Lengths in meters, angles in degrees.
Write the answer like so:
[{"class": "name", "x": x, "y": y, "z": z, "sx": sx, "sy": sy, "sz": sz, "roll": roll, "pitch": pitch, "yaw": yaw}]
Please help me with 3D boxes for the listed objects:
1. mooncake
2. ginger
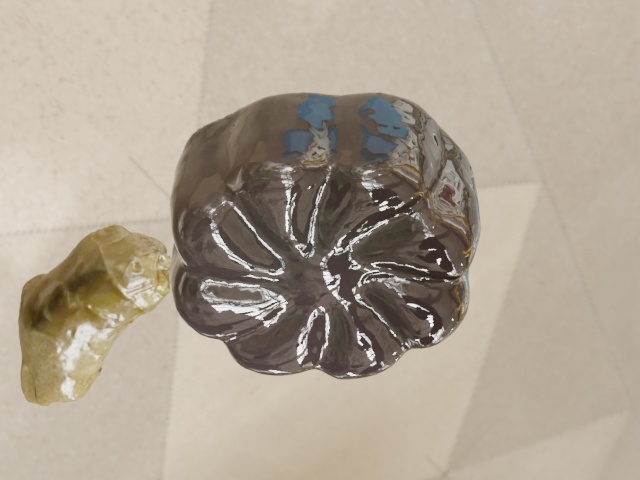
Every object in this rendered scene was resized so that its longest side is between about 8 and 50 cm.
[{"class": "mooncake", "x": 0.000, "y": 0.000, "z": 1.246, "sx": 0.306, "sy": 0.154, "sz": 0.306, "roll": 1, "pitch": 124, "yaw": 2}, {"class": "ginger", "x": -0.187, "y": 0.057, "z": 1.056, "sx": 0.190, "sy": 0.095, "sz": 0.069, "roll": -44, "pitch": 151, "yaw": 23}]
